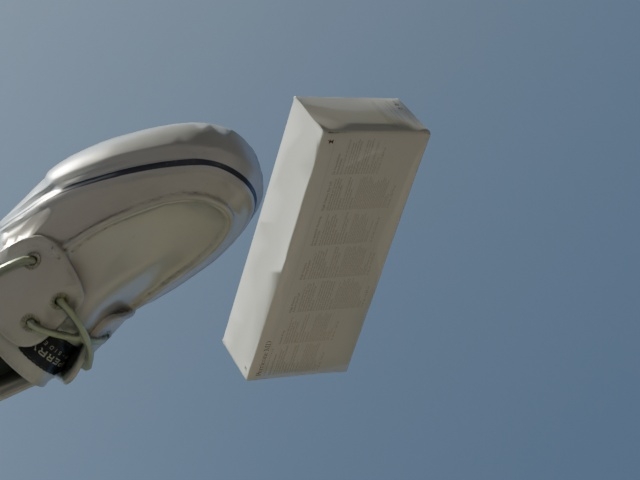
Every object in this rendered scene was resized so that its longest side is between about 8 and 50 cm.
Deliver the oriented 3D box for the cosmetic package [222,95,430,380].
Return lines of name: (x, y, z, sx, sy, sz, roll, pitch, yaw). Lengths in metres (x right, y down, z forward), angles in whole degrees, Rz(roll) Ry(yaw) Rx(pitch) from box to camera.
cosmetic package: (0.000, 0.000, 1.183, 0.099, 0.060, 0.239, -3, -54, -32)

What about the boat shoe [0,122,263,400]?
boat shoe: (-0.120, 0.031, 0.643, 0.226, 0.076, 0.083, -28, -45, 21)
